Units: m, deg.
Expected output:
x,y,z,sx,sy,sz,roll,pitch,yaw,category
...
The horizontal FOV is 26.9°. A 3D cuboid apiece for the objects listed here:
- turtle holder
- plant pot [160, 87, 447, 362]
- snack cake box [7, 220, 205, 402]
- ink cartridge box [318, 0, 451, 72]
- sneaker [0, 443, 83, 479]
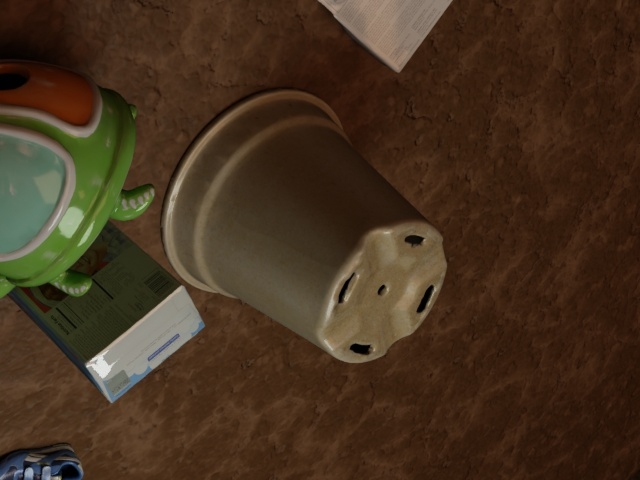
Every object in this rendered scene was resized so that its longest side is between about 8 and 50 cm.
x,y,z,sx,sy,sz,roll,pitch,yaw,category
-0.367,-0.072,1.551,0.227,0.243,0.320,27,139,-36,turtle holder
0.000,0.000,1.876,0.333,0.305,0.334,-26,134,-30,plant pot
-0.287,0.063,1.669,0.152,0.264,0.089,-40,140,-15,snack cake box
0.084,-0.374,1.897,0.224,0.056,0.181,36,91,-33,ink cartridge box
-0.405,0.333,1.922,0.144,0.059,0.053,-11,128,-39,sneaker
